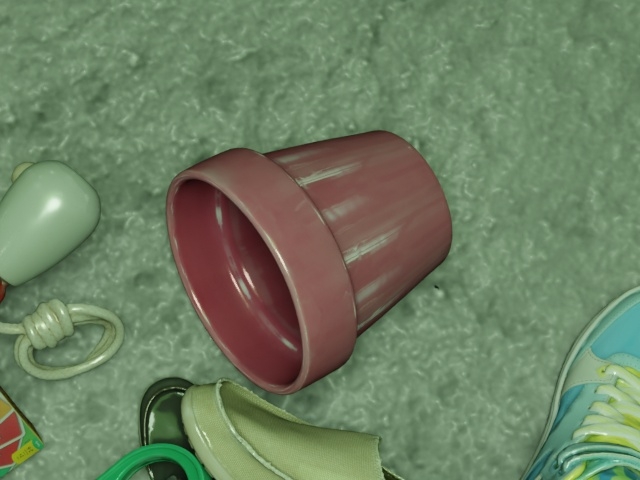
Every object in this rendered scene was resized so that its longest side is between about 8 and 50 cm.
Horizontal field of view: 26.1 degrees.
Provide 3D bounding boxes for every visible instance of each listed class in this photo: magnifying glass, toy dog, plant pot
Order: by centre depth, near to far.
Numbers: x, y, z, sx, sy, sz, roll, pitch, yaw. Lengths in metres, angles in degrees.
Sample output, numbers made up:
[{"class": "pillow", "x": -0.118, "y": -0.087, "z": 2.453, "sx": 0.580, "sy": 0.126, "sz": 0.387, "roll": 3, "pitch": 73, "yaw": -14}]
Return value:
[{"class": "magnifying glass", "x": -0.189, "y": 0.225, "z": 1.092, "sx": 0.231, "sy": 0.026, "sz": 0.092, "roll": -18, "pitch": 54, "yaw": 15}, {"class": "toy dog", "x": -0.338, "y": 0.042, "z": 1.103, "sx": 0.334, "sy": 0.220, "sz": 0.161, "roll": -25, "pitch": 49, "yaw": -18}, {"class": "plant pot", "x": 0.000, "y": 0.000, "z": 1.134, "sx": 0.180, "sy": 0.201, "sz": 0.201, "roll": -27, "pitch": 81, "yaw": -26}]

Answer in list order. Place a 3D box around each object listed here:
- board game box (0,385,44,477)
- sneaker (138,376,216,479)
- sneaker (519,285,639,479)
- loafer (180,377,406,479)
[{"class": "board game box", "x": -0.353, "y": 0.199, "z": 1.077, "sx": 0.259, "sy": 0.124, "sz": 0.039, "roll": -33, "pitch": 52, "yaw": -9}, {"class": "sneaker", "x": -0.087, "y": 0.208, "z": 1.106, "sx": 0.083, "sy": 0.118, "sz": 0.222, "roll": -20, "pitch": 80, "yaw": -9}, {"class": "sneaker", "x": 0.244, "y": 0.165, "z": 1.103, "sx": 0.127, "sy": 0.208, "sz": 0.319, "roll": 26, "pitch": 76, "yaw": 2}, {"class": "loafer", "x": 0.007, "y": 0.187, "z": 1.105, "sx": 0.268, "sy": 0.102, "sz": 0.092, "roll": 38, "pitch": 107, "yaw": -15}]
